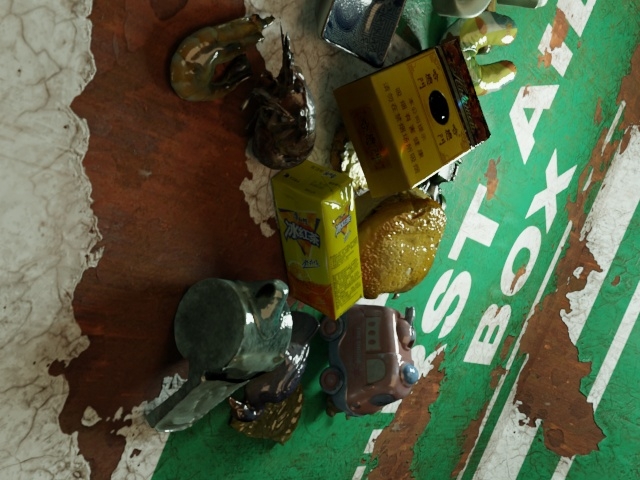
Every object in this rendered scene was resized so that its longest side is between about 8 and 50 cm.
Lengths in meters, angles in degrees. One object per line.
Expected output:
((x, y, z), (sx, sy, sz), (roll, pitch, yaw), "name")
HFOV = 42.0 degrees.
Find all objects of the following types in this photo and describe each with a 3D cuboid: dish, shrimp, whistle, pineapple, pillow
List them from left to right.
((-0.203, 0.244, 1.727), (0.168, 0.188, 0.405), (12, 101, -56), "whistle")
((-0.169, -0.329, 1.528), (0.254, 0.059, 0.145), (-31, 136, -40), "shrimp")
((-0.078, -0.266, 1.614), (0.343, 0.145, 0.116), (93, 3, -49), "shrimp")
((0.070, -0.479, 1.737), (0.243, 0.080, 0.182), (9, 103, -55), "dish")
((0.090, -0.211, 1.938), (0.225, 0.076, 0.225), (-26, 128, -40), "pineapple")
((0.400, -0.474, 2.127), (0.214, 0.086, 0.233), (-13, 126, -7), "pillow")

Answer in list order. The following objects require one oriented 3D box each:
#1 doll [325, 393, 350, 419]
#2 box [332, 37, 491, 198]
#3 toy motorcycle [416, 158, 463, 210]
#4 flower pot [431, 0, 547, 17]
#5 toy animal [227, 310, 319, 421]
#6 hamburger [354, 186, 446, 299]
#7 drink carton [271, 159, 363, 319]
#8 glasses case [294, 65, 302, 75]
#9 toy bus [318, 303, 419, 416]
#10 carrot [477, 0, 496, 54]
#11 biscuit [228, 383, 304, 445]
((0.113, 0.429, 2.381), (0.203, 0.091, 0.286), (-53, 154, -2), "doll")
((0.223, -0.289, 1.910), (0.415, 0.116, 0.264), (-31, 103, -47), "box")
((0.302, -0.168, 2.211), (0.205, 0.127, 0.275), (25, 93, -53), "toy motorcycle")
((0.420, -0.675, 1.988), (0.367, 0.164, 0.254), (-18, 118, -35), "flower pot")
((-0.110, 0.289, 1.947), (0.298, 0.122, 0.185), (-45, 132, -39), "toy animal")
((0.170, 0.010, 2.067), (0.290, 0.170, 0.314), (-4, 123, -31), "hamburger")
((0.000, 0.000, 1.878), (0.111, 0.154, 0.351), (-39, 138, -34), "drink carton")
((-0.066, -0.321, 1.704), (0.083, 0.021, 0.032), (-54, 144, -16), "glasses case")
((0.139, 0.300, 2.146), (0.197, 0.232, 0.294), (34, 51, -56), "toy bus")
((0.428, -0.628, 2.152), (0.078, 0.078, 0.298), (-12, 115, -50), "carrot")
((-0.113, 0.419, 2.097), (0.273, 0.036, 0.187), (33, 83, -56), "biscuit")
